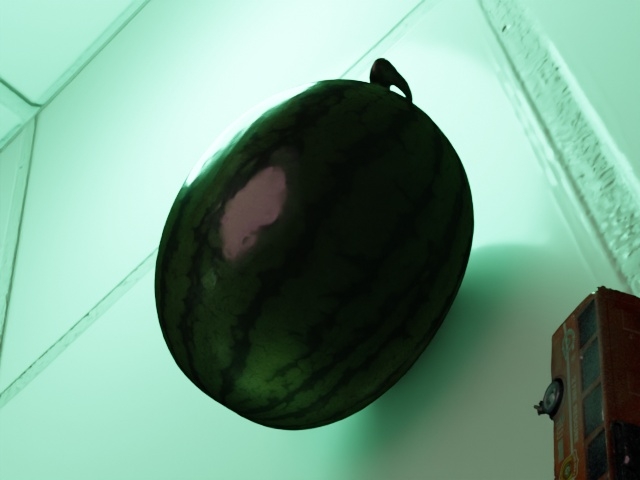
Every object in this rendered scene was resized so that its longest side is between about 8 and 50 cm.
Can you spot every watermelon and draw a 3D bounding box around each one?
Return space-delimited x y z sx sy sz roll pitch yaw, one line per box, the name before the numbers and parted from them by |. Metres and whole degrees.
watermelon | 0.000 0.000 1.284 0.359 0.279 0.279 -57 27 -16

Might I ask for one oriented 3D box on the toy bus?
toy bus | 0.204 0.144 0.966 0.235 0.073 0.096 -84 15 -46
